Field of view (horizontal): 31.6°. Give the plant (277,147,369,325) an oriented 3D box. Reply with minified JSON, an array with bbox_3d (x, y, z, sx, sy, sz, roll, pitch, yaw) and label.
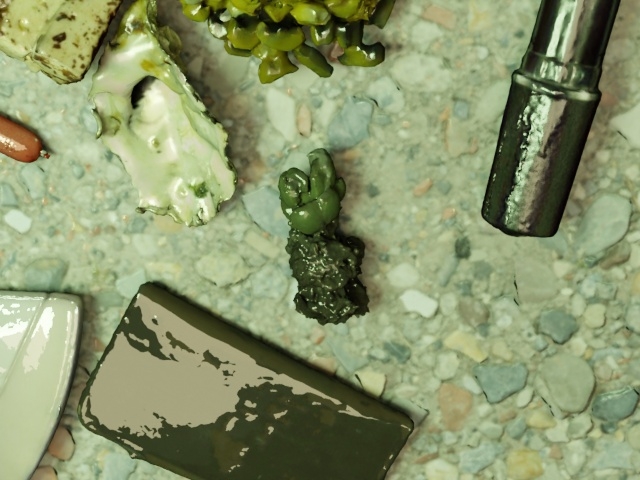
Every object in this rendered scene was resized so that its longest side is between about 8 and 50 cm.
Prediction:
[{"bbox_3d":[0.000,0.000,1.044,0.085,0.087,0.174,-23,115,-23],"label":"plant"}]

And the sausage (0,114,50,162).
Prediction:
[{"bbox_3d":[-0.360,-0.136,1.022,0.253,0.034,0.034,31,106,-10],"label":"sausage"}]

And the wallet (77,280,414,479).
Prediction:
[{"bbox_3d":[-0.075,0.175,1.118,0.309,0.042,0.165,27,105,-9],"label":"wallet"}]

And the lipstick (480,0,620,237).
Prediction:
[{"bbox_3d":[0.209,-0.146,0.987,0.081,0.081,0.300,11,110,-3],"label":"lipstick"}]

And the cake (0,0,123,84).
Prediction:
[{"bbox_3d":[-0.210,-0.255,0.977,0.112,0.135,0.246,30,77,-19],"label":"cake"}]

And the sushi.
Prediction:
[{"bbox_3d":[0.002,-0.238,0.926,0.296,0.167,0.179,-11,85,-2],"label":"sushi"}]

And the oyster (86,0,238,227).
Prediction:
[{"bbox_3d":[-0.142,-0.109,1.014,0.132,0.072,0.209,-20,118,32],"label":"oyster"}]

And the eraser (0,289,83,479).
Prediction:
[{"bbox_3d":[-0.335,0.161,1.107,0.204,0.059,0.244,4,105,-1],"label":"eraser"}]
